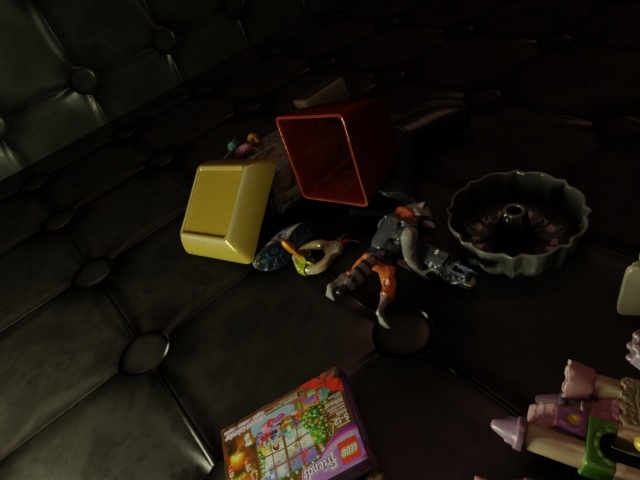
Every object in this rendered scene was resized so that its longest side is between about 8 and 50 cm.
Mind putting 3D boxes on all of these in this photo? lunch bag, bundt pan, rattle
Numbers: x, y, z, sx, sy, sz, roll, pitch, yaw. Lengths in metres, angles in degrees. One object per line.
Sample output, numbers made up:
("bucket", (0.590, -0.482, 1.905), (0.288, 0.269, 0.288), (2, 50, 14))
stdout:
("lunch bag", (-0.101, -0.234, 1.542), (0.305, 0.212, 0.256), (-35, 38, -19))
("bundt pan", (0.493, -0.032, 1.165), (0.331, 0.124, 0.331), (-11, 41, 10))
("rattle", (0.000, 0.000, 1.314), (0.199, 0.143, 0.130), (-27, 23, 0))

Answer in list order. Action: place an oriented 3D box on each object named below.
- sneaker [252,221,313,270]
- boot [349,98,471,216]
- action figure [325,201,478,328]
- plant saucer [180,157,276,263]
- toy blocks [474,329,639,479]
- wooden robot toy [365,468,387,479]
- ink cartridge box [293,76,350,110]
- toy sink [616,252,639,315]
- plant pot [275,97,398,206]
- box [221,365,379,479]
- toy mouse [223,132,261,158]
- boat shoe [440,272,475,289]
("sneaker", (-0.117, 0.019, 1.394), (0.211, 0.080, 0.081), (-36, 21, -19))
("boot", (0.293, -0.266, 1.473), (0.367, 0.146, 0.445), (-10, 37, 26))
("action figure", (0.196, 0.044, 1.140), (0.341, 0.178, 0.330), (17, 69, 52))
("plant saucer", (-0.312, -0.112, 1.435), (0.333, 0.081, 0.333), (7, 80, 39))
("toy blocks", (0.396, 0.299, 0.696), (0.260, 0.309, 0.288), (14, 50, 24))
("wooden robot toy", (0.127, 0.482, 0.789), (0.079, 0.076, 0.173), (-45, 46, -11))
("ink cartridge box", (0.030, -0.460, 1.721), (0.193, 0.235, 0.088), (-37, 36, -21))
("toy sink", (0.742, 0.061, 0.946), (0.234, 0.153, 0.131), (-3, 43, 20))
("plant pot", (0.074, -0.285, 1.341), (0.267, 0.267, 0.236), (13, 43, 44))
("box", (-0.052, 0.404, 0.897), (0.293, 0.057, 0.201), (-32, 40, 7))
("toy mouse", (-0.264, -0.312, 1.514), (0.143, 0.031, 0.161), (-28, 36, -12))
("boat shoe", (0.336, 0.086, 1.161), (0.049, 0.042, 0.133), (-16, 36, -28))
